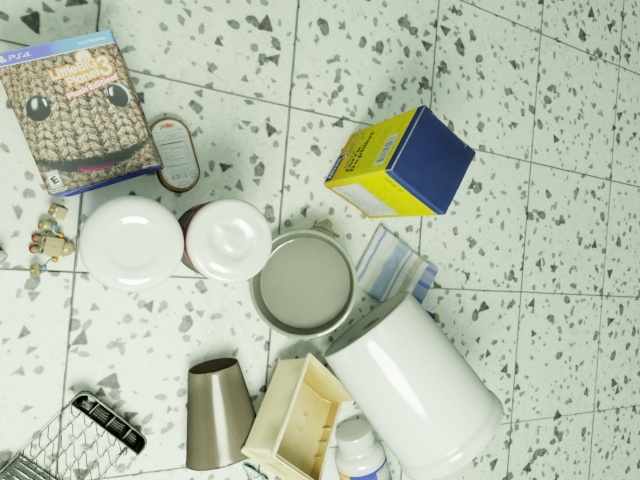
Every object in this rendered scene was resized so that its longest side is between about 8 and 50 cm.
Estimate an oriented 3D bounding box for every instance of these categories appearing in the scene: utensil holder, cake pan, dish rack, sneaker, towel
[{"bbox_3d":[0.244,0.379,1.204,0.327,0.327,0.385,-35,85,-21],"label":"utensil holder"},{"bbox_3d":[-0.045,0.116,1.186,0.293,0.054,0.293,0,87,7],"label":"cake pan"},{"bbox_3d":[-0.570,0.500,1.004,0.271,0.074,0.208,-46,108,-17],"label":"dish rack"},{"bbox_3d":[-0.194,0.668,1.206,0.098,0.038,0.069,46,72,-19],"label":"sneaker"},{"bbox_3d":[0.242,0.109,1.404,0.285,0.034,0.209,36,77,-22],"label":"towel"}]

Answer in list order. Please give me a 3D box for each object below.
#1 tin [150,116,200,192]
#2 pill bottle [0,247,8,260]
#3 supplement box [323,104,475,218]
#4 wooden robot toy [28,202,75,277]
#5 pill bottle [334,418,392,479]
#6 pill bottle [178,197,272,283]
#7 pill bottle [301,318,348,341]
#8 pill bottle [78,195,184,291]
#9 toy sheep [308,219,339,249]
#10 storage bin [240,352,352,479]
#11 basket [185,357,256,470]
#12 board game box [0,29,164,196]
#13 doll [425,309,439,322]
[{"bbox_3d":[-0.368,-0.215,1.105,0.106,0.040,0.190,-19,99,-28],"label":"tin"},{"bbox_3d":[-0.762,-0.002,0.876,0.119,0.119,0.208,-47,109,-17],"label":"pill bottle"},{"bbox_3d":[0.198,-0.194,1.195,0.194,0.356,0.195,34,77,-23],"label":"supplement box"},{"bbox_3d":[-0.601,0.005,0.996,0.079,0.076,0.173,19,81,-60],"label":"wooden robot toy"},{"bbox_3d":[0.128,0.684,1.297,0.152,0.152,0.272,-19,99,-24],"label":"pill bottle"},{"bbox_3d":[-0.243,-0.002,1.011,0.176,0.318,0.176,-1,92,-26],"label":"pill bottle"},{"bbox_3d":[0.005,0.236,1.268,0.137,0.078,0.078,-14,97,-25],"label":"pill bottle"},{"bbox_3d":[-0.404,0.003,0.933,0.181,0.323,0.182,-1,91,-25],"label":"pill bottle"},{"bbox_3d":[0.000,0.000,1.257,0.091,0.091,0.132,27,74,-23],"label":"toy sheep"},{"bbox_3d":[-0.040,0.484,1.152,0.260,0.123,0.262,50,43,-30],"label":"storage bin"},{"bbox_3d":[-0.258,0.429,1.114,0.204,0.154,0.227,-10,92,-23],"label":"basket"},{"bbox_3d":[-0.511,-0.267,0.958,0.232,0.141,0.291,-21,100,-14],"label":"board game box"},{"bbox_3d":[0.281,0.239,1.393,0.189,0.046,0.129,11,112,-14],"label":"doll"}]
